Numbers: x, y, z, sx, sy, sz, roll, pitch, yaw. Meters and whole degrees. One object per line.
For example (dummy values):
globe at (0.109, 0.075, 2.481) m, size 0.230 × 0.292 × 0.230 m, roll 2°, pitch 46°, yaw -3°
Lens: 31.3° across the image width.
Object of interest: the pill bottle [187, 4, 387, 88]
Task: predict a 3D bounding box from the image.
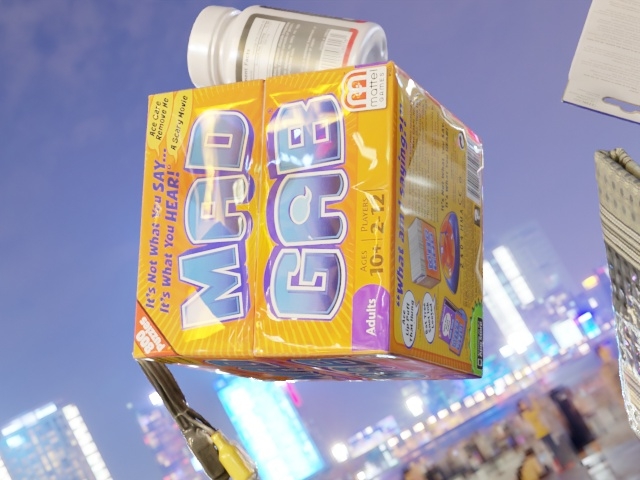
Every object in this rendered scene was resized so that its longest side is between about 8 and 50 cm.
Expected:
pill bottle at (-0.051, -0.280, 1.789) m, size 0.283 × 0.161 × 0.161 m, roll 12°, pitch 2°, yaw 19°

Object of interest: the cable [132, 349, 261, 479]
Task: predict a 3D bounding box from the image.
cable at (-0.182, 0.262, 1.697) m, size 0.072 × 0.287 × 0.139 m, roll -32°, pitch 10°, yaw -13°

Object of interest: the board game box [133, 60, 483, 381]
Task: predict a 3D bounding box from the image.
board game box at (0.000, 0.000, 1.556) m, size 0.356 × 0.356 × 0.356 m, roll -4°, pitch -13°, yaw 25°

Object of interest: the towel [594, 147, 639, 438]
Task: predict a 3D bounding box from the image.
towel at (0.322, 0.105, 0.925) m, size 0.056 × 0.312 × 0.324 m, roll -16°, pitch 25°, yaw -5°

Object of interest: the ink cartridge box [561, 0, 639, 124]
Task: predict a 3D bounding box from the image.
ink cartridge box at (0.407, -0.257, 1.352) m, size 0.371 × 0.176 × 0.069 m, roll 89°, pitch -160°, yaw -64°
